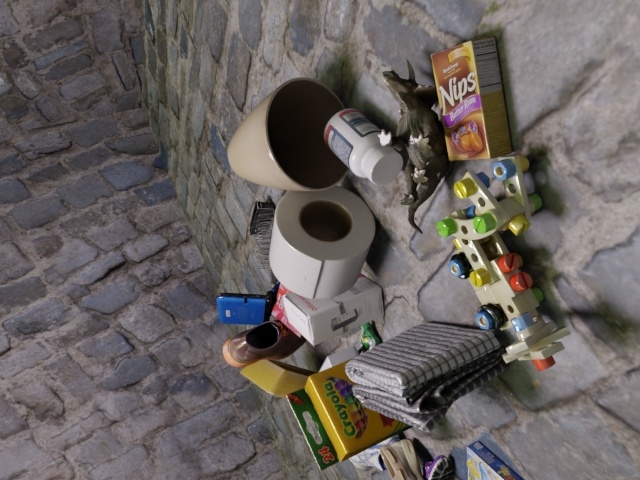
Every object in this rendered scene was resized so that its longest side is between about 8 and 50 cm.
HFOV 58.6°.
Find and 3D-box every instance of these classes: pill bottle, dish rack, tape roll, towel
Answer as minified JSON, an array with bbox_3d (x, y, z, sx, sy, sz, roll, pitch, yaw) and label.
[{"bbox_3d":[0.094,-0.199,1.233,0.180,0.108,0.108,52,150,40],"label":"pill bottle"},{"bbox_3d":[-0.189,0.016,2.014,0.208,0.074,0.271,114,148,-59],"label":"dish rack"},{"bbox_3d":[0.000,0.000,1.417,0.246,0.246,0.169,59,154,29],"label":"tape roll"},{"bbox_3d":[0.209,0.264,1.154,0.284,0.235,0.121,-13,98,68],"label":"towel"}]

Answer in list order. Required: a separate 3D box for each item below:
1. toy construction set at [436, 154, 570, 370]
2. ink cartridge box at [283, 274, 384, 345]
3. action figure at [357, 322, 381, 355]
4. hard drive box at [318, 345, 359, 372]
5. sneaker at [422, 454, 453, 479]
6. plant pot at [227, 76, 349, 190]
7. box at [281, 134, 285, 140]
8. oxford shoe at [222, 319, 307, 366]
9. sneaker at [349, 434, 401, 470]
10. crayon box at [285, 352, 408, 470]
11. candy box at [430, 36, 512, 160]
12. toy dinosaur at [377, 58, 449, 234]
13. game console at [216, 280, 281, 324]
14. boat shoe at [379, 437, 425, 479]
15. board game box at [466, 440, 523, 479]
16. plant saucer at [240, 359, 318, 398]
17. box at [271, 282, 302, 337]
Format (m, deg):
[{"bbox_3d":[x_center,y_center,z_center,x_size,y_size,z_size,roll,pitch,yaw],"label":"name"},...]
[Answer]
[{"bbox_3d":[0.302,0.046,0.918,0.215,0.151,0.327,131,129,-63],"label":"toy construction set"},{"bbox_3d":[0.033,0.170,1.496,0.158,0.218,0.092,31,134,57],"label":"ink cartridge box"},{"bbox_3d":[0.137,0.332,1.591,0.137,0.064,0.232,-151,51,-62],"label":"action figure"},{"bbox_3d":[0.075,0.423,1.606,0.232,0.089,0.181,107,140,-63],"label":"hard drive box"},{"bbox_3d":[0.282,0.584,1.437,0.169,0.068,0.071,96,153,-45],"label":"sneaker"},{"bbox_3d":[-0.103,-0.227,1.381,0.274,0.257,0.256,-7,100,50],"label":"plant pot"},{"bbox_3d":[-0.106,-0.314,1.605,0.203,0.103,0.114,-23,85,67],"label":"box"},{"bbox_3d":[-0.142,0.322,1.886,0.133,0.364,0.130,-41,72,39],"label":"oxford shoe"},{"bbox_3d":[0.164,0.634,1.679,0.131,0.112,0.296,55,153,33],"label":"sneaker"},{"bbox_3d":[0.103,0.388,1.371,0.202,0.319,0.081,60,154,26],"label":"crayon box"},{"bbox_3d":[0.247,-0.228,0.941,0.109,0.053,0.186,12,116,65],"label":"candy box"},{"bbox_3d":[0.191,-0.161,1.034,0.121,0.160,0.313,-1,119,41],"label":"toy dinosaur"},{"bbox_3d":[-0.208,0.166,1.898,0.293,0.250,0.173,107,166,-65],"label":"game console"},{"bbox_3d":[0.217,0.629,1.422,0.302,0.098,0.109,-104,5,-60],"label":"boat shoe"},{"bbox_3d":[0.389,0.539,1.201,0.201,0.035,0.136,34,136,56],"label":"board game box"},{"bbox_3d":[-0.068,0.479,1.921,0.333,0.333,0.080,-1,70,66],"label":"plant saucer"},{"bbox_3d":[-0.054,0.177,1.774,0.128,0.122,0.257,38,147,11],"label":"box"}]
